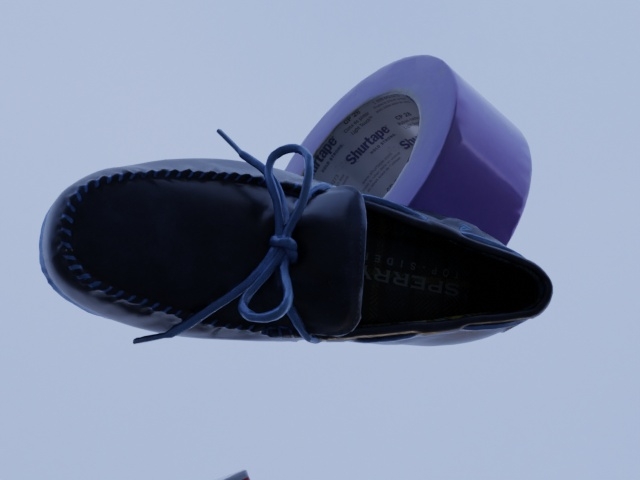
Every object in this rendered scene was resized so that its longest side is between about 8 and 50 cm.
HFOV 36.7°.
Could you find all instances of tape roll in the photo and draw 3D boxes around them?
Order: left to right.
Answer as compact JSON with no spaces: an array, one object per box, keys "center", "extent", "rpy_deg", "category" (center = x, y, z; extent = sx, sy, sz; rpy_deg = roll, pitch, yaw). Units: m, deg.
[{"center":[0.049,-0.031,0.677],"extent":[0.080,0.189,0.189],"rpy_deg":[36,-77,-28],"category":"tape roll"}]

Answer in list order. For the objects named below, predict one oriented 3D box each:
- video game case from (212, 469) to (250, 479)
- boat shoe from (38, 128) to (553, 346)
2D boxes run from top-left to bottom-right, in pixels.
[{"center":[-0.036,0.320,0.734],"extent":[0.025,0.204,0.285],"rpy_deg":[-21,-99,-26],"category":"video game case"},{"center":[0.000,0.000,0.472],"extent":[0.258,0.089,0.109],"rpy_deg":[1,-94,-27],"category":"boat shoe"}]
